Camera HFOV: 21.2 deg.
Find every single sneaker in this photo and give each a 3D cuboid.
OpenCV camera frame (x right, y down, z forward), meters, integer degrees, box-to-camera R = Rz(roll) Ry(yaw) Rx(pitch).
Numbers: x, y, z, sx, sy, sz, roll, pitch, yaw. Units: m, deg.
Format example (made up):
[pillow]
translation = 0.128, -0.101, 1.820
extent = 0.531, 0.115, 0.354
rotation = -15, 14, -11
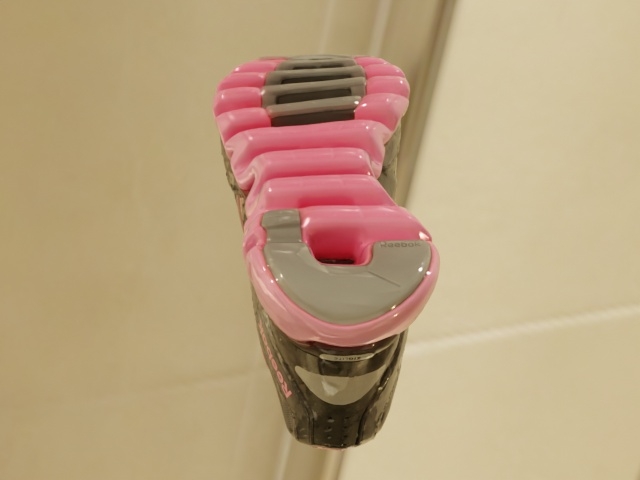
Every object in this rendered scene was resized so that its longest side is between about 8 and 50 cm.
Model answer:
[sneaker]
translation = 0.000, 0.000, 0.388
extent = 0.047, 0.057, 0.119
rotation = -2, 35, 0
